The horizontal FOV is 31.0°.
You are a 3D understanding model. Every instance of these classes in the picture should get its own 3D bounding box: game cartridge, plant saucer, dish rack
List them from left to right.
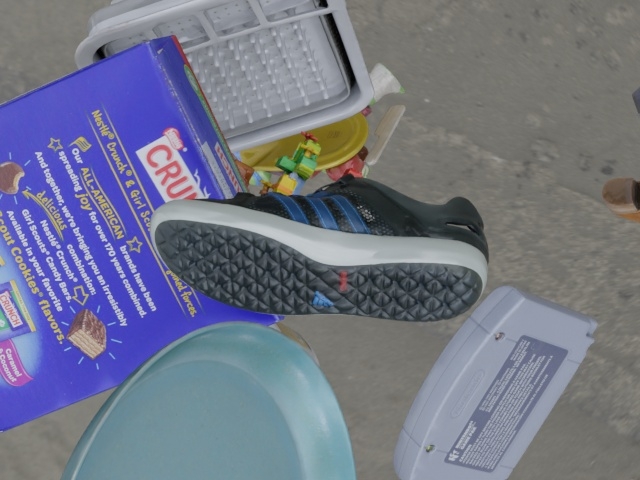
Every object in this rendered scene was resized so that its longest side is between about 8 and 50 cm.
[{"bbox_3d":[-0.076,0.210,0.758,0.044,0.318,0.317,2,91,34],"label":"plant saucer"},{"bbox_3d":[-0.100,-0.207,1.303,0.286,0.333,0.072,-17,67,6],"label":"dish rack"},{"bbox_3d":[0.222,0.202,1.508,0.060,0.196,0.294,43,107,47],"label":"game cartridge"}]

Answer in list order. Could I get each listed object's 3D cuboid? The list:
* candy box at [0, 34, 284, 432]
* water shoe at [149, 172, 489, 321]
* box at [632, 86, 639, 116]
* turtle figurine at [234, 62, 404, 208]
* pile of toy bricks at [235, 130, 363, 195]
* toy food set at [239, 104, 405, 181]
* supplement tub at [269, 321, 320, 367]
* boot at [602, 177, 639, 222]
[{"bbox_3d":[-0.221,-0.001,1.032,0.317,0.122,0.268,-21,103,11],"label":"candy box"},{"bbox_3d":[0.000,0.000,0.704,0.203,0.080,0.073,10,132,0],"label":"water shoe"},{"bbox_3d":[0.479,-0.205,1.474,0.137,0.225,0.036,-18,86,6],"label":"box"},{"bbox_3d":[0.009,-0.154,1.786,0.275,0.198,0.266,43,87,-20],"label":"turtle figurine"},{"bbox_3d":[-0.029,-0.063,1.193,0.118,0.212,0.105,29,85,-14],"label":"pile of toy bricks"},{"bbox_3d":[0.002,-0.115,1.528,0.218,0.071,0.128,2,46,21],"label":"toy food set"},{"bbox_3d":[-0.089,0.141,1.216,0.144,0.200,0.144,-4,75,14],"label":"supplement tub"},{"bbox_3d":[0.524,-0.056,1.699,0.197,0.152,0.072,9,85,29],"label":"boot"}]
